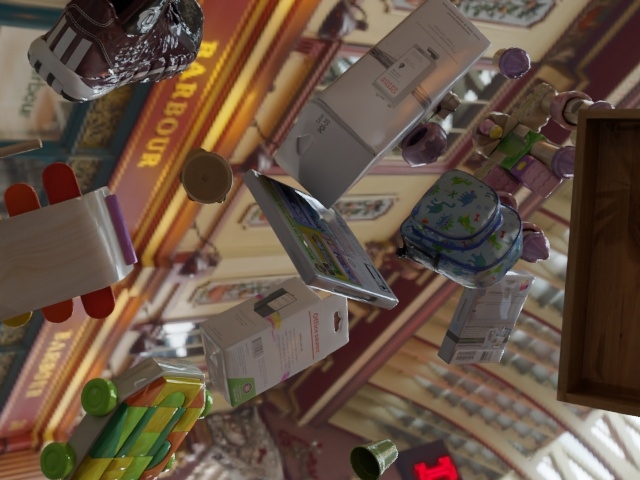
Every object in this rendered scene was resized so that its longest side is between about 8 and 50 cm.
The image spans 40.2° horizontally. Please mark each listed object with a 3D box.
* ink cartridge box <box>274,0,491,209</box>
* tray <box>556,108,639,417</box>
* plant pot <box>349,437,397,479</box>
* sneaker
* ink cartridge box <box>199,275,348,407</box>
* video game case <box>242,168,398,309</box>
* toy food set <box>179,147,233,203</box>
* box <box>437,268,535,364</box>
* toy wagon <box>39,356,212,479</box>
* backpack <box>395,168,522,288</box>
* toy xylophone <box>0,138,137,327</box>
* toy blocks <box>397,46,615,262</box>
[{"bbox_3d":[0.087,-0.198,1.267,0.117,0.283,0.207,45,-27,1],"label":"ink cartridge box"},{"bbox_3d":[0.445,0.030,1.186,0.203,0.076,0.410,6,-86,37],"label":"tray"},{"bbox_3d":[0.116,0.446,1.806,0.083,0.079,0.083,17,-65,39],"label":"plant pot"},{"bbox_3d":[-0.169,-0.248,0.916,0.106,0.281,0.162,43,-56,-4],"label":"sneaker"},{"bbox_3d":[-0.106,0.230,2.144,0.119,0.354,0.207,40,-36,42],"label":"ink cartridge box"},{"bbox_3d":[0.000,0.000,1.233,0.023,0.193,0.212,-46,-127,19],"label":"video game case"},{"bbox_3d":[-0.173,-0.095,1.327,0.083,0.020,0.082,19,-80,5],"label":"toy food set"},{"bbox_3d":[0.309,0.142,1.632,0.038,0.145,0.186,40,-62,46],"label":"box"},{"bbox_3d":[-0.318,0.336,1.391,0.068,0.267,0.344,38,-83,29],"label":"toy wagon"},{"bbox_3d":[0.151,-0.010,0.918,0.114,0.105,0.084,32,-24,26],"label":"backpack"},{"bbox_3d":[-0.393,0.004,1.061,0.081,0.323,0.236,-149,-130,-76],"label":"toy xylophone"},{"bbox_3d":[0.343,-0.142,1.438,0.288,0.309,0.260,-48,-157,4],"label":"toy blocks"}]
